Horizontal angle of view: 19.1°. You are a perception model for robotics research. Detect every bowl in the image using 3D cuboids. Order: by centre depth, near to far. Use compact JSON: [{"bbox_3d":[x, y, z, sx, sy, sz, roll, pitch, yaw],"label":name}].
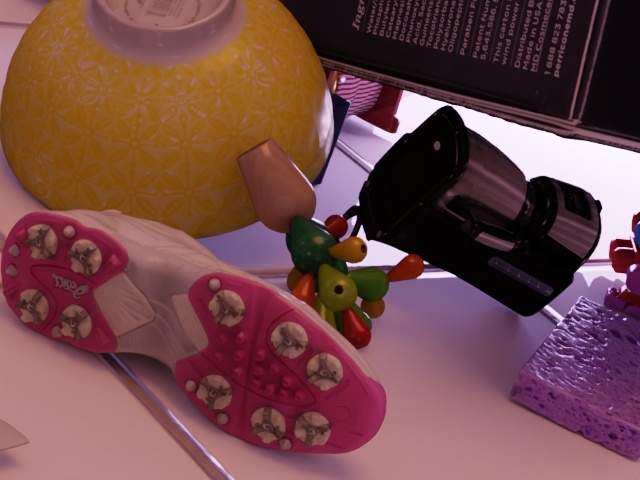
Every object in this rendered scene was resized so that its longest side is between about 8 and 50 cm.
[{"bbox_3d":[-0.129,-0.154,1.600,0.289,0.156,0.289,2,45,-2],"label":"bowl"}]

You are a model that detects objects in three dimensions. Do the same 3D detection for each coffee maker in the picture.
[{"bbox_3d":[0.131,-0.016,1.676,0.178,0.171,0.120,29,56,-31],"label":"coffee maker"}]

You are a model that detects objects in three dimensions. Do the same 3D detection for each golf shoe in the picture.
[{"bbox_3d":[-0.078,0.052,1.387,0.306,0.115,0.140,28,20,14],"label":"golf shoe"}]

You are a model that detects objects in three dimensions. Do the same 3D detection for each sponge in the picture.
[{"bbox_3d":[0.244,0.113,1.614,0.117,0.031,0.210,26,23,13],"label":"sponge"}]

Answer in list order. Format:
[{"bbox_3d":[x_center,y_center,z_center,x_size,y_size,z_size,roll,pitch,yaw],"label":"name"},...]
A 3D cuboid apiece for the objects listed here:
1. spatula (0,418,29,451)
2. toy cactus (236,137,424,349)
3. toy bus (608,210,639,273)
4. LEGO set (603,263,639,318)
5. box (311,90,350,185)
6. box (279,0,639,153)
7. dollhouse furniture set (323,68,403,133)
[{"bbox_3d":[-0.325,0.108,1.178,0.242,0.019,0.168,-11,39,-45],"label":"spatula"},{"bbox_3d":[0.000,0.000,1.514,0.180,0.112,0.219,60,11,-8],"label":"toy cactus"},{"bbox_3d":[0.392,0.002,1.875,0.211,0.149,0.220,5,20,5],"label":"toy bus"},{"bbox_3d":[0.382,0.071,1.743,0.227,0.093,0.087,21,23,2],"label":"LEGO set"},{"bbox_3d":[-0.085,-0.116,1.776,0.156,0.093,0.158,31,24,24],"label":"box"},{"bbox_3d":[0.290,-0.225,1.679,0.480,0.297,0.472,10,6,-33],"label":"box"},{"bbox_3d":[0.018,-0.287,1.890,0.152,0.374,0.201,25,24,22],"label":"dollhouse furniture set"}]
